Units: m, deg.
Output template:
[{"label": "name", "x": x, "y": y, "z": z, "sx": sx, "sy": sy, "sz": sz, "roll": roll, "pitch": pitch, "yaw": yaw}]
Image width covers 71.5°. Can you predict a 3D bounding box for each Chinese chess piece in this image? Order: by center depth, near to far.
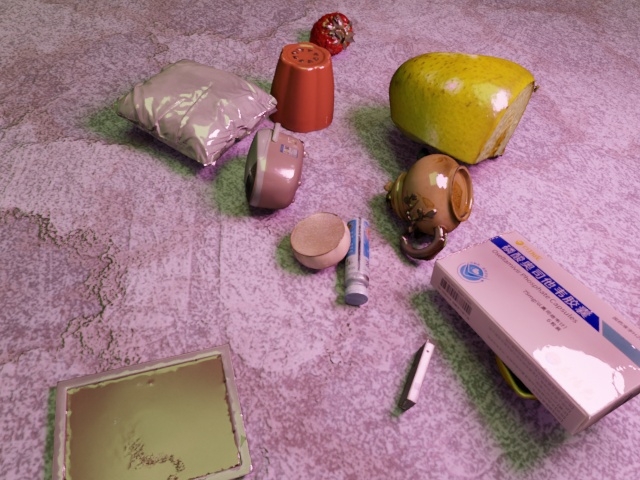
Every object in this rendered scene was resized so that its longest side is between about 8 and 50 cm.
[{"label": "Chinese chess piece", "x": 0.000, "y": 0.000, "z": 0.898, "sx": 0.122, "sy": 0.051, "sz": 0.122, "roll": -10, "pitch": 49, "yaw": 12}]

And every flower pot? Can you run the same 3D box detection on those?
[{"label": "flower pot", "x": -0.042, "y": -0.405, "z": 1.159, "sx": 0.191, "sy": 0.173, "sz": 0.190, "roll": 5, "pitch": 53, "yaw": -6}]

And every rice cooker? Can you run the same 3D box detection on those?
[{"label": "rice cooker", "x": -0.102, "y": -0.159, "z": 0.976, "sx": 0.127, "sy": 0.145, "sz": 0.206, "roll": 17, "pitch": 48, "yaw": -9}]

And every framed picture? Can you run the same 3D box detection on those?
[{"label": "framed picture", "x": -0.258, "y": 0.286, "z": 0.682, "sx": 0.274, "sy": 0.016, "sz": 0.216, "roll": -9, "pitch": 53, "yaw": -15}]

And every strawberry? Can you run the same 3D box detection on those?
[{"label": "strawberry", "x": 0.028, "y": -0.644, "z": 1.404, "sx": 0.131, "sy": 0.148, "sz": 0.130, "roll": 1, "pitch": 88, "yaw": -30}]

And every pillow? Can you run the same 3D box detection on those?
[{"label": "pillow", "x": -0.304, "y": -0.319, "z": 1.076, "sx": 0.310, "sy": 0.138, "sz": 0.283, "roll": 27, "pitch": 54, "yaw": 10}]

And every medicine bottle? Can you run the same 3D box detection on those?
[{"label": "medicine bottle", "x": 0.074, "y": 0.038, "z": 0.901, "sx": 0.051, "sy": 0.051, "sz": 0.190, "roll": 8, "pitch": 52, "yaw": -2}]

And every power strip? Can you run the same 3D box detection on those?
[{"label": "power strip", "x": 0.168, "y": 0.226, "z": 0.765, "sx": 0.019, "sy": 0.050, "sz": 0.136, "roll": 26, "pitch": 52, "yaw": 8}]

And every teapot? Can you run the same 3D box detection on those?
[{"label": "teapot", "x": 0.221, "y": -0.085, "z": 0.967, "sx": 0.183, "sy": 0.173, "sz": 0.269, "roll": 2, "pitch": 70, "yaw": 39}]

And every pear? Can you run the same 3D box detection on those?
[{"label": "pear", "x": 0.316, "y": -0.335, "z": 1.067, "sx": 0.318, "sy": 0.238, "sz": 0.343, "roll": 30, "pitch": 27, "yaw": 21}]

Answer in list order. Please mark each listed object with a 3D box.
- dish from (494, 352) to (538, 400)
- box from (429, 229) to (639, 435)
[{"label": "dish", "x": 0.381, "y": 0.214, "z": 0.782, "sx": 0.149, "sy": 0.080, "sz": 0.208, "roll": 32, "pitch": 50, "yaw": 29}, {"label": "box", "x": 0.374, "y": 0.130, "z": 0.767, "sx": 0.200, "sy": 0.065, "sz": 0.343, "roll": -19, "pitch": 46, "yaw": -20}]
